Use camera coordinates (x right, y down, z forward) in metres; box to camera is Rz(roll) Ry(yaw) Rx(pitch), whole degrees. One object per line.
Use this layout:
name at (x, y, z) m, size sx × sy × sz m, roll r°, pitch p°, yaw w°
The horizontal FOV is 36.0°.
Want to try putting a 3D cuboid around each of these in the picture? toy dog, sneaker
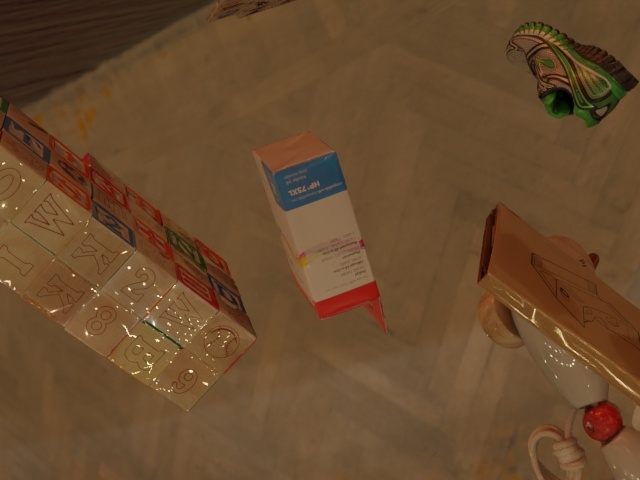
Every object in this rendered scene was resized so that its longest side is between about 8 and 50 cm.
toy dog at (0.334, 0.140, 1.175) m, size 0.220 × 0.161 × 0.333 m, roll -9°, pitch 103°, yaw 59°
sneaker at (0.474, -0.338, 1.996) m, size 0.146 × 0.134 × 0.343 m, roll -51°, pitch 34°, yaw 6°

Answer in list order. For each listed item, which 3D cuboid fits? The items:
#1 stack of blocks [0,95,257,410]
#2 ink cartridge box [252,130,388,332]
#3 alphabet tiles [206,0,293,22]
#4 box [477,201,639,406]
stack of blocks at (-0.201, -0.006, 0.815) m, size 0.297 × 0.171 × 0.087 m, roll 40°, pitch 97°, yaw -25°
ink cartridge box at (0.000, 0.000, 1.157) m, size 0.134 × 0.078 × 0.231 m, roll -131°, pitch 22°, yaw -69°
alphabet tiles at (-0.010, -0.368, 1.359) m, size 0.342 × 0.285 × 0.011 m, roll -176°, pitch 65°, yaw -76°
box at (0.223, 0.059, 0.846) m, size 0.201 × 0.164 × 0.021 m, roll 37°, pitch 114°, yaw -3°
